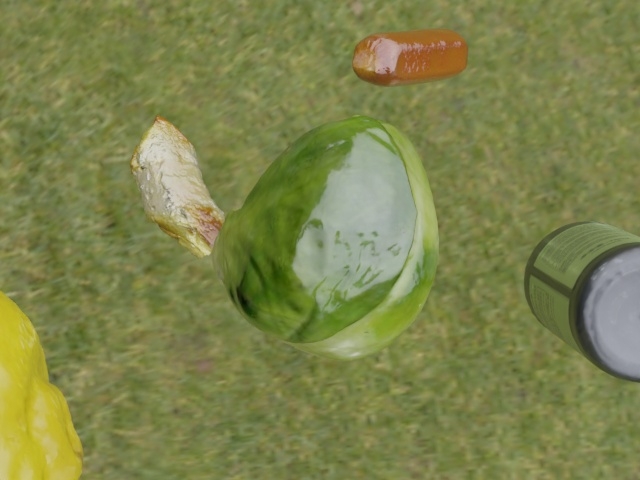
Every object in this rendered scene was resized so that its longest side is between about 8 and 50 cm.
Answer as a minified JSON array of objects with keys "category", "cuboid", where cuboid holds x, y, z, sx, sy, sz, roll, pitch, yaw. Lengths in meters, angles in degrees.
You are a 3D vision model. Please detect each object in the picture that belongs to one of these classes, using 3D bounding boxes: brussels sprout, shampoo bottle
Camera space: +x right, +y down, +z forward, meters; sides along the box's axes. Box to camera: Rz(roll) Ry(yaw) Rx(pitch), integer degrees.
[{"category":"brussels sprout","cuboid":[0.003,0.006,1.004,0.131,0.183,0.145,0,55,-35]},{"category":"shampoo bottle","cuboid":[0.220,0.038,1.212,0.101,0.284,0.101,0,96,-4]}]

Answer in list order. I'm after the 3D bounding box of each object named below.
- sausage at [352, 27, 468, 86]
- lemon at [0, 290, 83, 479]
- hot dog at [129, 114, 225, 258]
[{"category":"sausage","cuboid":[0.067,-0.136,1.142,0.131,0.039,0.041,-17,120,-57]},{"category":"lemon","cuboid":[-0.353,0.165,1.143,0.348,0.348,0.348,6,77,-28]},{"category":"hot dog","cuboid":[-0.141,-0.040,1.479,0.078,0.061,0.169,11,44,-42]}]
